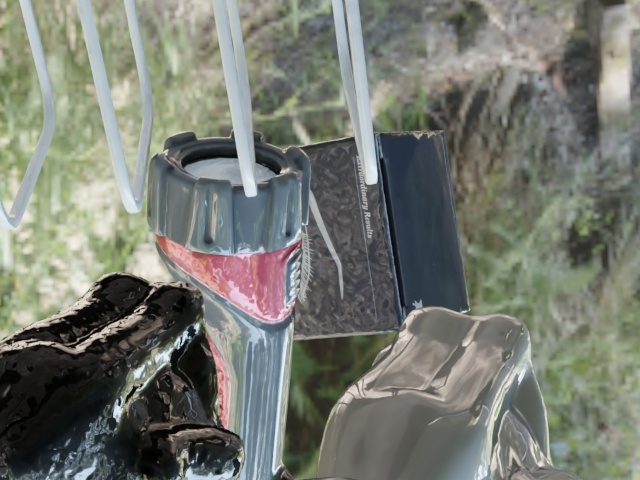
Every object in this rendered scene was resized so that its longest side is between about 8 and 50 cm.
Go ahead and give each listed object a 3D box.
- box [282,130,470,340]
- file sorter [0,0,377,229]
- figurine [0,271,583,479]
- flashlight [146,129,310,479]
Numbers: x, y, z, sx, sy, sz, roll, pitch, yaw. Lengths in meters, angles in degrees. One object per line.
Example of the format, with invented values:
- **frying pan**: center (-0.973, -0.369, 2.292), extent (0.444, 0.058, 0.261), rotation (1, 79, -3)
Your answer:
- **box**: center (0.000, 0.000, 1.001), extent (0.207, 0.153, 0.108), rotation (-6, -178, 34)
- **file sorter**: center (-0.115, -0.119, 0.687), extent (0.278, 0.173, 0.193), rotation (-7, -151, -1)
- **figurine**: center (-0.038, 0.080, 0.383), extent (0.215, 0.092, 0.209), rotation (5, -169, 20)
- **flashlight**: center (-0.068, 0.083, 0.815), extent (0.103, 0.304, 0.103), rotation (-5, -152, -24)
